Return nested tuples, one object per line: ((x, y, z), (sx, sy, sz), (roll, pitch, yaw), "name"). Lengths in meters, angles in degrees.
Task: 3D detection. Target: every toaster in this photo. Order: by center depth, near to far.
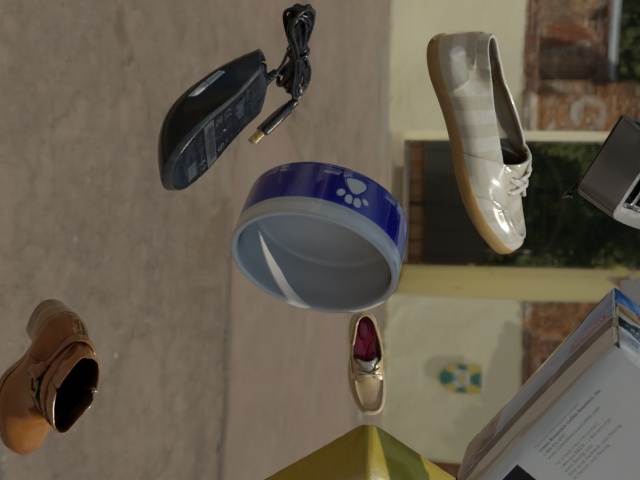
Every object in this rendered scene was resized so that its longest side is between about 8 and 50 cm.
((0.557, -0.111, 1.667), (0.185, 0.168, 0.110), (-61, -141, 20), "toaster")

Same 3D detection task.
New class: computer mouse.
((-0.103, -0.150, 1.081), (0.262, 0.060, 0.184), (-50, 167, -17), "computer mouse")

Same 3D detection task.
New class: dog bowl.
((0.000, 0.000, 1.477), (0.264, 0.265, 0.104), (81, 21, -52), "dog bowl")

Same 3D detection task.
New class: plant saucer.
((0.086, 0.525, 1.850), (0.333, 0.333, 0.081), (38, 33, -27), "plant saucer")

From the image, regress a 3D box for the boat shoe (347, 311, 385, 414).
((0.074, 0.198, 1.533), (0.059, 0.063, 0.170), (98, -15, -81), "boat shoe")

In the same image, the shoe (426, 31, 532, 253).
((0.155, -0.085, 0.852), (0.076, 0.058, 0.219), (-52, 127, -51), "shoe")

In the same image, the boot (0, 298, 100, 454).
((-0.421, 0.252, 1.488), (0.220, 0.109, 0.283), (35, -76, 54), "boot")

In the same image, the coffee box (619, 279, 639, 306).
((0.780, 0.297, 1.894), (0.338, 0.335, 0.337), (56, 37, -53), "coffee box")

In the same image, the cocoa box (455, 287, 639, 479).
((0.368, 0.282, 1.264), (0.347, 0.231, 0.228), (-53, 176, 22), "cocoa box")
